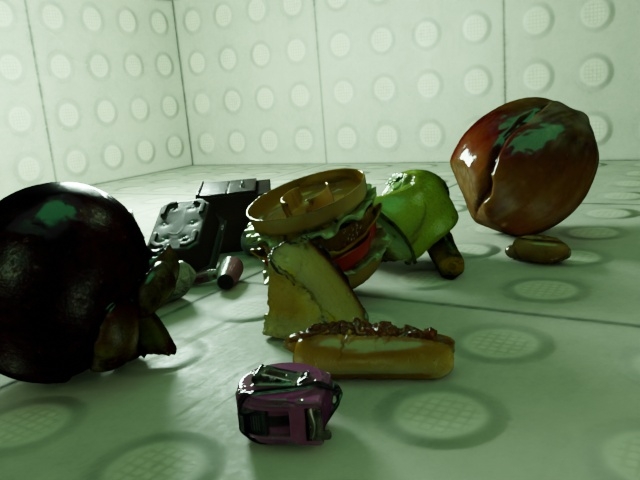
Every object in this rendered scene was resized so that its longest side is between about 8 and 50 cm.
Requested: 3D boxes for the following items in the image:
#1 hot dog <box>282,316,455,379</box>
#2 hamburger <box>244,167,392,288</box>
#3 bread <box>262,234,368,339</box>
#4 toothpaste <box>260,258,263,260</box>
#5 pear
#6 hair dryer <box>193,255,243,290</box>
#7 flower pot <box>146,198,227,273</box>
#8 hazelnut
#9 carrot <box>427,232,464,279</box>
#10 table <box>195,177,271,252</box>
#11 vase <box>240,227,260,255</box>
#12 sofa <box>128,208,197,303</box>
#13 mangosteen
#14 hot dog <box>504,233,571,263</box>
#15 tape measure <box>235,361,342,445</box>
[{"bbox_3d":[0.064,0.150,0.917,0.249,0.076,0.102,-1,17,13],"label":"hot dog"},{"bbox_3d":[0.000,0.000,1.276,0.274,0.212,0.274,-16,22,7],"label":"hamburger"},{"bbox_3d":[-0.013,0.078,1.064,0.169,0.160,0.140,4,16,35],"label":"bread"},{"bbox_3d":[-0.095,0.055,1.485,0.057,0.035,0.197,8,7,-20],"label":"toothpaste"},{"bbox_3d":[0.200,-0.071,1.444,0.255,0.164,0.238,-33,13,-22],"label":"pear"},{"bbox_3d":[-0.249,0.084,1.412,0.154,0.054,0.106,-13,16,9],"label":"hair dryer"},{"bbox_3d":[-0.328,-0.014,1.540,0.179,0.084,0.251,-3,37,5],"label":"flower pot"},{"bbox_3d":[0.503,-0.180,1.607,0.372,0.372,0.315,9,-9,46],"label":"hazelnut"},{"bbox_3d":[0.272,0.023,1.427,0.070,0.070,0.260,-4,14,3],"label":"carrot"},{"bbox_3d":[-0.224,-0.075,1.753,0.193,0.172,0.169,-4,19,-3],"label":"table"},{"bbox_3d":[-0.091,0.002,1.593,0.219,0.096,0.096,0,14,33],"label":"vase"},{"bbox_3d":[-0.404,0.044,1.320,0.225,0.176,0.210,8,18,45],"label":"sofa"},{"bbox_3d":[-0.370,0.074,0.992,0.347,0.307,0.307,22,10,-10],"label":"mangosteen"},{"bbox_3d":[0.463,0.021,1.391,0.140,0.060,0.090,11,15,30],"label":"hot dog"},{"bbox_3d":[-0.038,0.192,0.775,0.125,0.074,0.118,-1,12,8],"label":"tape measure"}]
